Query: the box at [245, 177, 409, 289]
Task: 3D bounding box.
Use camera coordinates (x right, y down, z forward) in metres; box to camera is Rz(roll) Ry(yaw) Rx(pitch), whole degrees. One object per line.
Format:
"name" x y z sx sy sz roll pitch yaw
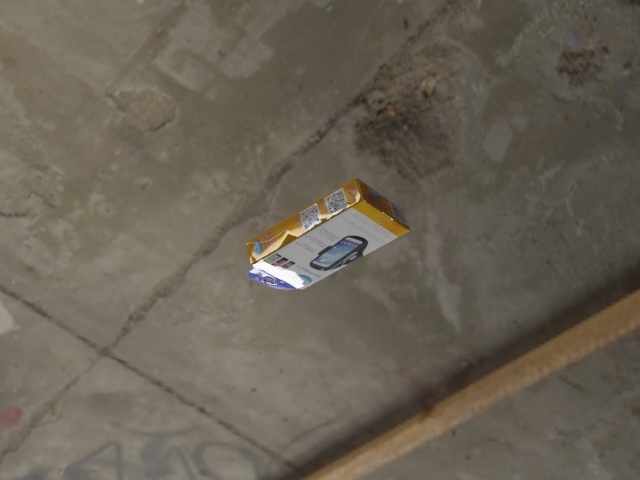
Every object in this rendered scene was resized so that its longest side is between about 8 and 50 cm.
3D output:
"box" 0.000 0.000 0.853 0.136 0.028 0.081 -28 148 23
